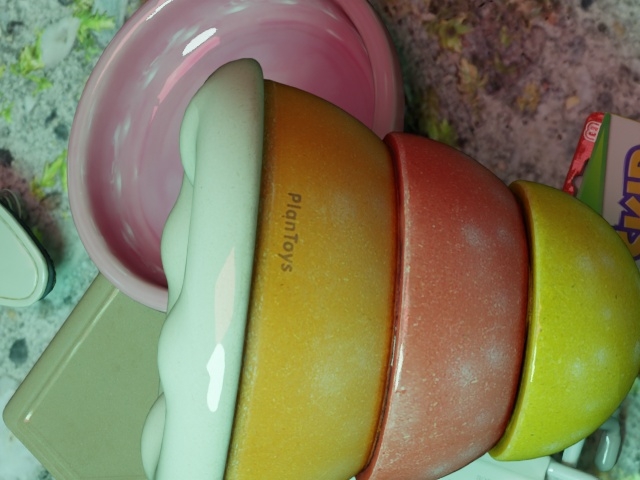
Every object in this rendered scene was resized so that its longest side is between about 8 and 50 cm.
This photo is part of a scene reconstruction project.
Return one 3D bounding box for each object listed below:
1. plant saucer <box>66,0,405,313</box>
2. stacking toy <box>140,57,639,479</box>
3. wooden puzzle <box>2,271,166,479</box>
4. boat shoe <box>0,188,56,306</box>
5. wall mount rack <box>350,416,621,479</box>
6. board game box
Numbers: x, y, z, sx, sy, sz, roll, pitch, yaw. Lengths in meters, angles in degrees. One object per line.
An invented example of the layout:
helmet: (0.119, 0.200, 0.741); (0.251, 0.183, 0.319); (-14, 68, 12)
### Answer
plant saucer: (-0.066, -0.086, 1.706); (0.332, 0.084, 0.332); (-11, 68, 28)
stacking toy: (0.118, 0.065, 1.449); (0.479, 0.350, 0.351); (7, 88, -6)
wooden puzzle: (-0.165, 0.149, 1.788); (0.238, 0.044, 0.221); (44, 105, 29)
boat shoe: (-0.338, -0.011, 1.873); (0.254, 0.079, 0.095); (25, 99, 30)
wall mount rack: (0.098, 0.258, 1.590); (0.350, 0.130, 0.304); (17, 89, 29)
board game box: (0.307, -0.014, 1.556); (0.259, 0.039, 0.124); (20, 94, 31)
